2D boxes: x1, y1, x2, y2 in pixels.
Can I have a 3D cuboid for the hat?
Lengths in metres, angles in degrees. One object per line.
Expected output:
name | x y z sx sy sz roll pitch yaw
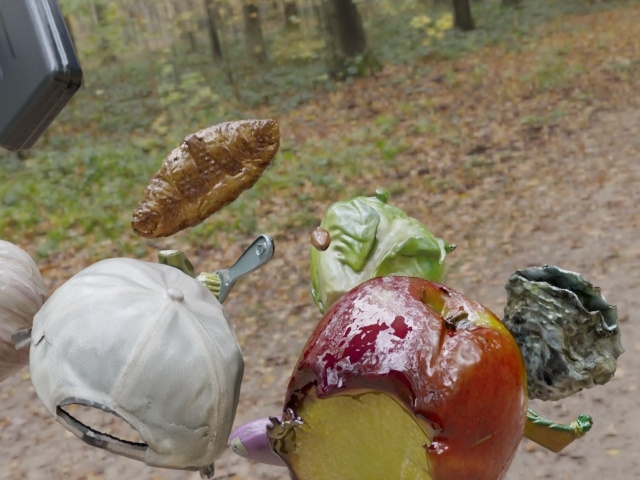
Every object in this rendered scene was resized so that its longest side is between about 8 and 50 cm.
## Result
hat | -0.156 0.105 0.925 0.161 0.232 0.275 -51 -1 -5

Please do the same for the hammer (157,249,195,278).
hammer | -0.217 0.121 1.283 0.041 0.158 0.226 2 55 25

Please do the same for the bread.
bread | -0.154 -0.086 1.310 0.233 0.105 0.076 -38 7 -6

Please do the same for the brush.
brush | -0.174 0.066 1.630 0.060 0.068 0.297 11 -34 -33

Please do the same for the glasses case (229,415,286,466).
glasses case | -0.031 0.381 1.866 0.123 0.075 0.316 -30 -34 34

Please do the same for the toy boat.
toy boat | 0.348 0.283 1.694 0.230 0.088 0.089 28 -1 34

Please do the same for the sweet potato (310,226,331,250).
sweet potato | 0.000 0.000 1.582 0.034 0.034 0.095 -10 16 2

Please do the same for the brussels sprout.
brussels sprout | 0.109 0.041 1.903 0.260 0.227 0.294 25 52 0

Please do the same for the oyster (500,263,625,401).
oyster | 0.339 0.150 1.451 0.199 0.267 0.112 16 48 38

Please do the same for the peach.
peach | 0.120 0.269 1.443 0.339 0.416 0.353 28 16 25

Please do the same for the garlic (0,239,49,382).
garlic | -0.661 0.155 1.931 0.259 0.317 0.317 33 -3 -23

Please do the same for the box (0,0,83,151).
box | -0.366 -0.240 1.209 0.050 0.230 0.160 1 -32 -47
